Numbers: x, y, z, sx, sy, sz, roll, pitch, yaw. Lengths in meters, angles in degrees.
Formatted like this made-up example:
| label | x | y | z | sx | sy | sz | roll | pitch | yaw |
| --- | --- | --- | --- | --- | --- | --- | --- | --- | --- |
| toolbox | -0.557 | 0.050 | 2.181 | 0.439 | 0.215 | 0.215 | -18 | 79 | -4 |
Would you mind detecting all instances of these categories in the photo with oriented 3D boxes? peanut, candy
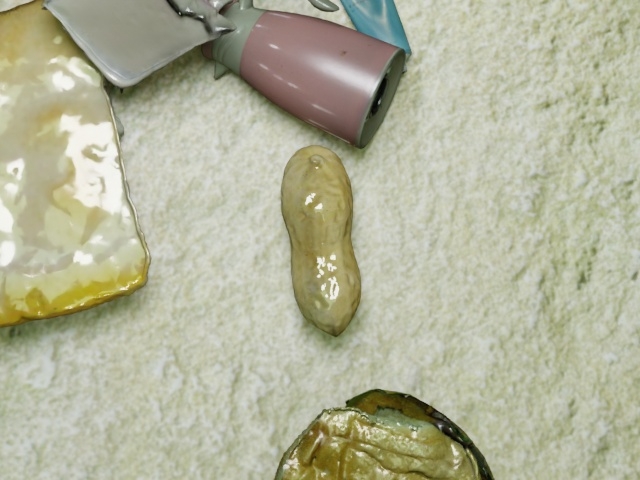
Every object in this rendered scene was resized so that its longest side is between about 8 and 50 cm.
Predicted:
| label | x | y | z | sx | sy | sz | roll | pitch | yaw |
| --- | --- | --- | --- | --- | --- | --- | --- | --- | --- |
| peanut | 0.000 | 0.000 | 1.383 | 0.101 | 0.117 | 0.263 | -6 | 89 | 18 |
| candy | -0.232 | -0.312 | 1.317 | 0.195 | 0.137 | 0.185 | -27 | 120 | 27 |

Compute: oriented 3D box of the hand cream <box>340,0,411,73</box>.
| label | x | y | z | sx | sy | sz | roll | pitch | yaw |
| --- | --- | --- | --- | --- | --- | --- | --- | --- | --- |
| hand cream | 0.071 | -0.337 | 1.449 | 0.083 | 0.048 | 0.224 | -25 | 82 | -4 |

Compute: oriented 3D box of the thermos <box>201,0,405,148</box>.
| label | x | y | z | sx | sy | sz | roll | pitch | yaw |
| --- | --- | --- | --- | --- | --- | --- | --- | --- | --- |
| thermos | -0.028 | -0.255 | 1.383 | 0.265 | 0.146 | 0.176 | 27 | 116 | 9 |

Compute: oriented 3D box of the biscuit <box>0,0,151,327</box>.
| label | x | y | z | sx | sy | sz | roll | pitch | yaw |
| --- | --- | --- | --- | --- | --- | --- | --- | --- | --- |
| biscuit | -0.448 | -0.082 | 1.369 | 0.446 | 0.104 | 0.429 | -20 | 84 | -7 |

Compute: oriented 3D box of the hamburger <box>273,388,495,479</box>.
| label | x | y | z | sx | sy | sz | roll | pitch | yaw |
| --- | --- | --- | --- | --- | --- | --- | --- | --- | --- |
| hamburger | 0.088 | 0.340 | 1.350 | 0.285 | 0.134 | 0.265 | 40 | 92 | 6 |
